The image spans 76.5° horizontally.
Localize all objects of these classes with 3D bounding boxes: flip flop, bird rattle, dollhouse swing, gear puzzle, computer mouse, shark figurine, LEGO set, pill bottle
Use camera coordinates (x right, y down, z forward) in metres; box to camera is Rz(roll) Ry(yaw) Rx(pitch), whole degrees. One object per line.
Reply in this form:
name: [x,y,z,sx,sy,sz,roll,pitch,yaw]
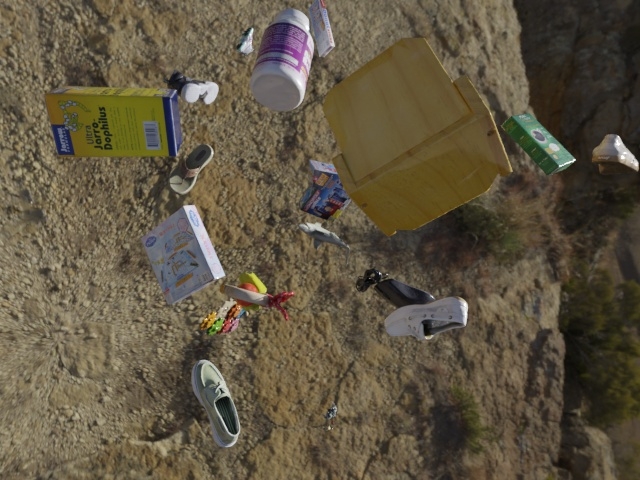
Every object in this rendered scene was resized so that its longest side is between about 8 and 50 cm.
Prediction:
flip flop: [-0.578,-0.327,1.811,0.112,0.080,0.277,36,72,-5]
bird rattle: [-0.227,0.201,1.384,0.207,0.254,0.143,20,90,-43]
dollhouse swing: [0.222,-0.259,1.035,0.315,0.347,0.304,39,28,-45]
gear puzzle: [-0.391,0.323,1.676,0.044,0.339,0.175,34,90,16]
computer mouse: [0.254,0.189,1.370,0.273,0.188,0.072,21,66,-3]
shark figurine: [0.024,0.008,1.896,0.278,0.116,0.166,29,16,6]
LEGO set: [0.031,0.502,1.153,0.054,0.023,0.083,-12,99,-31]
pill bottle: [-0.111,-0.573,1.273,0.169,0.169,0.301,22,63,-27]

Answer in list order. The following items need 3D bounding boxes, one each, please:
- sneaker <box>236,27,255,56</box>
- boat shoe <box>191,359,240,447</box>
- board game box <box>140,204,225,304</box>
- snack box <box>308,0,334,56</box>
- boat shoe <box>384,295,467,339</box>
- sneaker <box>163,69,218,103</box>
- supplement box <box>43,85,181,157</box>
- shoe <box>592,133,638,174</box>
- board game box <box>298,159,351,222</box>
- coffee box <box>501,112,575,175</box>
sneaker: [-0.266,-0.737,1.518,0.098,0.038,0.069,-56,143,7]
boat shoe: [-0.341,0.530,1.362,0.109,0.094,0.302,-4,53,-46]
board game box: [-0.576,0.065,1.676,0.066,0.319,0.317,-15,80,-59]
snack box: [0.002,-0.708,1.345,0.022,0.064,0.178,-8,83,-36]
boat shoe: [0.304,0.250,1.214,0.098,0.277,0.096,40,43,-25]
sneaker: [-0.566,-0.678,1.777,0.153,0.101,0.268,32,25,4]
supplement box: [-0.659,-0.393,1.337,0.357,0.194,0.195,-3,118,-12]
shoe: [0.673,-0.190,0.921,0.219,0.077,0.058,3,92,-47]
board game box: [0.018,-0.170,1.305,0.194,0.194,0.060,20,31,-37]
coffee box: [0.578,-0.259,1.078,0.113,0.040,0.184,-21,68,-36]
